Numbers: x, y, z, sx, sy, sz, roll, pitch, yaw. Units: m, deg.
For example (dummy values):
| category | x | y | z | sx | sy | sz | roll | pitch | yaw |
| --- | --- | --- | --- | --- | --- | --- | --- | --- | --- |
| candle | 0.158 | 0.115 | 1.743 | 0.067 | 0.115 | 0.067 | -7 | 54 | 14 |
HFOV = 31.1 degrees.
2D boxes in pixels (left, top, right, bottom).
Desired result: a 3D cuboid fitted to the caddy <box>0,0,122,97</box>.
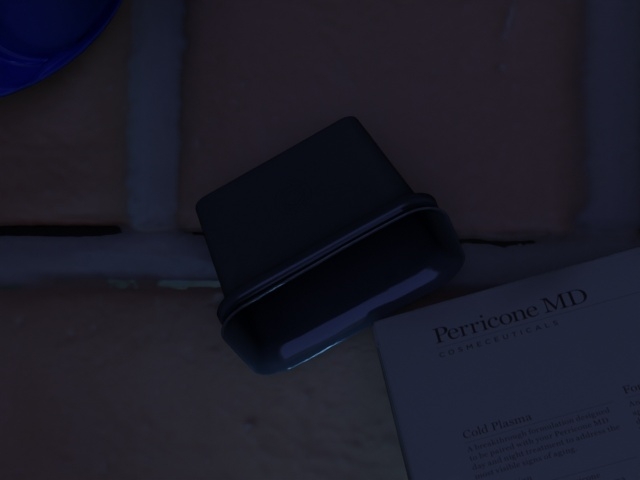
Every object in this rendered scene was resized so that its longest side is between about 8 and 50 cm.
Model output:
| category | x | y | z | sx | sy | sz | roll | pitch | yaw |
| --- | --- | --- | --- | --- | --- | --- | --- | --- | --- |
| caddy | -0.226 | -0.250 | 0.642 | 0.241 | 0.179 | 0.341 | -10 | 84 | -20 |

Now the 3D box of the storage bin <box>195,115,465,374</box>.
| category | x | y | z | sx | sy | sz | roll | pitch | yaw |
| --- | --- | --- | --- | --- | --- | --- | --- | --- | --- |
| storage bin | 0.000 | 0.000 | 0.649 | 0.135 | 0.098 | 0.091 | -29 | 56 | 3 |

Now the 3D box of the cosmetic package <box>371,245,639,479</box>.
| category | x | y | z | sx | sy | sz | roll | pitch | yaw |
| --- | --- | --- | --- | --- | --- | --- | --- | --- | --- |
| cosmetic package | 0.236 | 0.118 | 0.538 | 0.377 | 0.097 | 0.284 | -16 | 48 | 4 |
